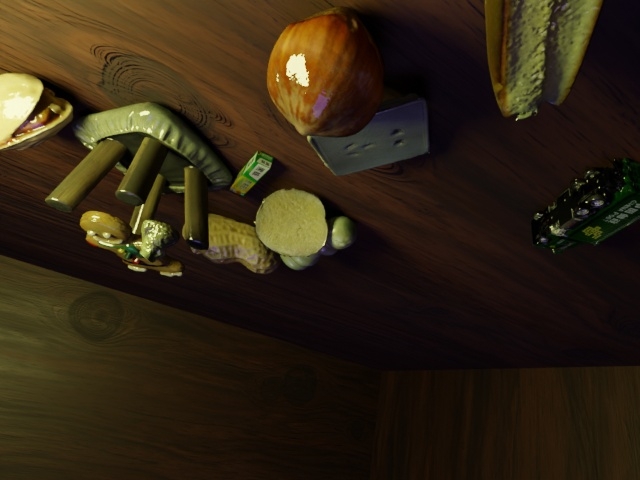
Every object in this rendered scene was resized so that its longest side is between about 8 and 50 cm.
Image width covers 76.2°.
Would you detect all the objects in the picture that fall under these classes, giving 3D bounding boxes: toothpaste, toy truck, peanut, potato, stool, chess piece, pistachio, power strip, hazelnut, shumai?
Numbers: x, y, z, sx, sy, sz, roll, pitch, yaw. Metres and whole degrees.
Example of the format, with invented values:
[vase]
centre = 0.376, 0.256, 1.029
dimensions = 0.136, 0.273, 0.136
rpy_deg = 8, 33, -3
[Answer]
[toothpaste]
centre = -0.176, -0.164, 1.016
dimensions = 0.043, 0.037, 0.178
rpy_deg = 25, 152, -24
[toy truck]
centre = 0.560, -0.061, 0.855
dimensions = 0.121, 0.088, 0.259
rpy_deg = 12, 154, -1
[peanut]
centre = -0.275, 0.012, 1.300
dimensions = 0.325, 0.153, 0.140
rpy_deg = 25, 157, -12
[potato]
centre = -0.083, -0.056, 1.104
dimensions = 0.202, 0.182, 0.117
rpy_deg = 12, -169, -21
[stool]
centre = -0.417, -0.133, 0.967
dimensions = 0.310, 0.226, 0.310
rpy_deg = -3, 152, 25
[chess piece]
centre = 0.000, 0.000, 1.195
dimensions = 0.133, 0.133, 0.243
rpy_deg = 30, 145, -35
[pistachio]
centre = -0.642, -0.269, 0.864
dimensions = 0.229, 0.157, 0.157
rpy_deg = -11, 149, 17
[power strip]
centre = 0.095, -0.203, 0.764
dimensions = 0.213, 0.065, 0.198
rpy_deg = -12, 163, 13
[hazelnut]
centre = 0.011, -0.244, 0.598
dimensions = 0.182, 0.182, 0.182
rpy_deg = 10, 155, 4
[shumai]
centre = -0.354, 0.006, 0.877
dimensions = 0.082, 0.080, 0.083
rpy_deg = -6, 149, 28

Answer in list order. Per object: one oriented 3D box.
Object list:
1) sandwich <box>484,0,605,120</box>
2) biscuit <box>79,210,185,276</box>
[sandwich]
centre = 0.262, -0.273, 0.493
dimensions = 0.122, 0.128, 0.236
rpy_deg = -1, 154, 17
[biscuit]
centre = -0.469, 0.018, 0.996
dimensions = 0.196, 0.049, 0.301
rpy_deg = 4, 154, 8
